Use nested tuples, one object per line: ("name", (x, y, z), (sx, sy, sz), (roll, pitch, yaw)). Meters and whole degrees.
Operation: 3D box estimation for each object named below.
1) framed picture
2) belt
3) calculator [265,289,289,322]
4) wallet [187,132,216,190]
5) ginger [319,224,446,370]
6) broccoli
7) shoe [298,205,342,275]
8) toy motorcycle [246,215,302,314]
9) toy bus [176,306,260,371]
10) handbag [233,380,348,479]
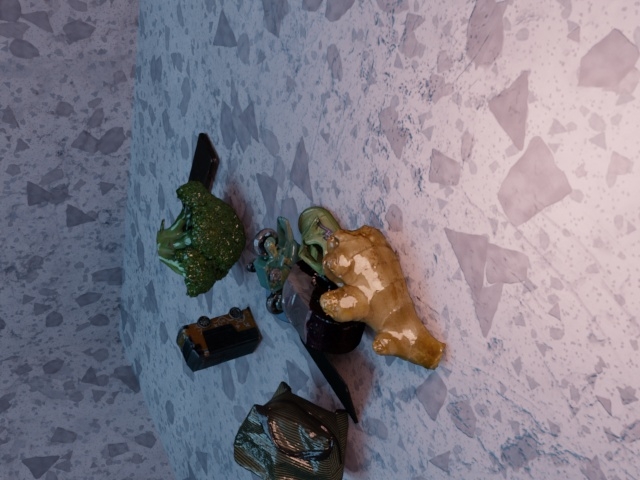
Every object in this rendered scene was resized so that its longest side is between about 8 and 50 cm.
("framed picture", (0.005, 0.351, 1.838), (0.338, 0.014, 0.255), (51, 165, 38))
("belt", (0.004, 0.187, 1.732), (0.289, 0.184, 0.164), (49, 143, 43))
("calculator", (-0.096, 0.175, 2.024), (0.303, 0.042, 0.188), (-12, 88, 59))
("wallet", (-0.477, -0.266, 2.510), (0.165, 0.042, 0.309), (61, 143, 30))
("ginger", (0.134, 0.138, 1.453), (0.166, 0.236, 0.375), (-50, 60, 34))
("broccoli", (-0.424, -0.011, 2.269), (0.310, 0.321, 0.413), (-7, 91, 30))
("shoe", (0.006, -0.002, 1.747), (0.262, 0.128, 0.140), (48, 123, 37))
("toy motorcycle", (-0.105, 0.071, 1.844), (0.109, 0.198, 0.296), (23, 141, 39))
("toy bus", (-0.373, 0.363, 2.309), (0.167, 0.275, 0.138), (60, 144, 26))
("handbag", (-0.075, 0.592, 1.871), (0.341, 0.247, 0.240), (21, 108, 17))
